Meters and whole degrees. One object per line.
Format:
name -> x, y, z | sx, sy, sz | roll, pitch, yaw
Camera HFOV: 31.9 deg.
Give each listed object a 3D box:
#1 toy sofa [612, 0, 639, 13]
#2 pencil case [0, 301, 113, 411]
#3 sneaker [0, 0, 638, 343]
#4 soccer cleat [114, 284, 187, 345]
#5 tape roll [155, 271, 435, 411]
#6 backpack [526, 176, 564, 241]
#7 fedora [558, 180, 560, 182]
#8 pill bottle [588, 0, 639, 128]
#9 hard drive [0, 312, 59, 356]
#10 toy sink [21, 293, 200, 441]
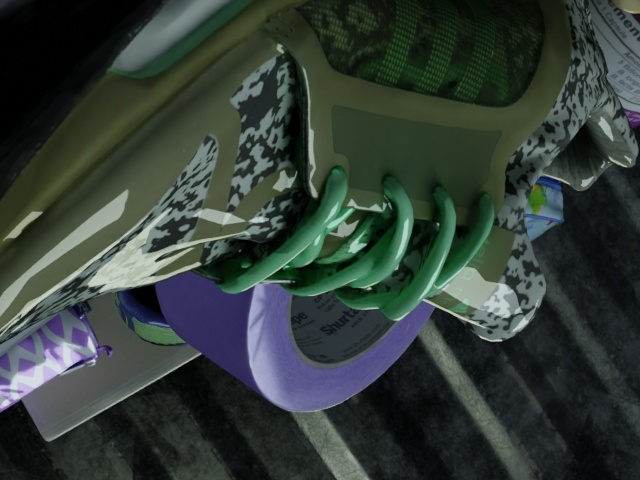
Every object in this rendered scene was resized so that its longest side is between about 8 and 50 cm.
toy sofa -> 0.296, -0.217, 0.485 | 0.362, 0.177, 0.150 | -25, 149, 2
pencil case -> -0.282, 0.116, 0.954 | 0.206, 0.088, 0.086 | -33, -178, -11
sneaker -> 0.026, -0.030, 0.449 | 0.410, 0.182, 0.158 | -34, -179, -41
soccer cleat -> -0.021, -0.039, 0.740 | 0.289, 0.093, 0.121 | -45, 170, 1
tape roll -> 0.000, 0.000, 0.659 | 0.189, 0.080, 0.189 | -30, 135, -35
backpack -> 0.089, -0.049, 1.200 | 0.290, 0.273, 0.355 | 14, 128, -43
fedora -> 0.204, -0.168, 1.368 | 0.275, 0.244, 0.124 | -26, 151, -6
pill bottle -> 0.218, -0.174, 0.781 | 0.169, 0.169, 0.301 | -35, -179, -39
hard drive -> -0.188, 0.035, 0.629 | 0.210, 0.040, 0.318 | -39, -178, -21
toy sink -> -0.192, 0.078, 1.098 | 0.234, 0.131, 0.153 | -29, 180, -11
